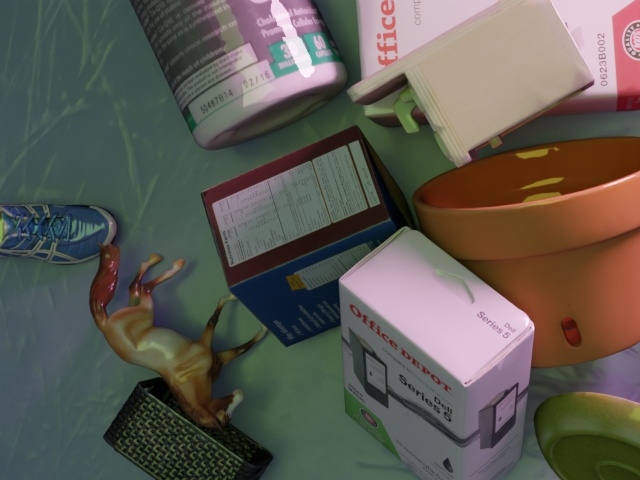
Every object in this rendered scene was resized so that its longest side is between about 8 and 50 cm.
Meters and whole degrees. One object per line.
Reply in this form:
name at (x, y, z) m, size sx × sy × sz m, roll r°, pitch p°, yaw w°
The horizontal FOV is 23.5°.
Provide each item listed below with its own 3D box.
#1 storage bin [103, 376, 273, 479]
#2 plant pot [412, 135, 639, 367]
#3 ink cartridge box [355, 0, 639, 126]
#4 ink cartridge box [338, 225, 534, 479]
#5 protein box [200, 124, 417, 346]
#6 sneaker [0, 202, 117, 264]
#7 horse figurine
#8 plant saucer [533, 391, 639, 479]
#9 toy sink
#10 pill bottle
storage bin at (-0.161, 0.254, 1.888) m, size 0.180 × 0.122 × 0.084 m, roll 35°, pitch 95°, yaw 9°
plant pot at (0.268, 0.016, 1.748) m, size 0.291 × 0.291 × 0.203 m, roll -11°, pitch 103°, yaw 10°
ink cartridge box at (0.235, -0.285, 1.802) m, size 0.385 × 0.160 × 0.279 m, roll -4°, pitch 89°, yaw 10°
ink cartridge box at (0.127, 0.147, 1.730) m, size 0.115 × 0.272 × 0.198 m, roll -37°, pitch 58°, yaw -23°
protein box at (0.000, 0.000, 1.806) m, size 0.201 × 0.200 × 0.136 m, roll -23°, pitch 61°, yaw 10°
sneaker at (-0.363, -0.008, 1.952) m, size 0.211 × 0.081 × 0.080 m, roll -4°, pitch 87°, yaw 9°
horse figurine at (-0.186, 0.111, 1.893) m, size 0.263 × 0.066 × 0.174 m, roll 31°, pitch 63°, yaw 8°
plant saucer at (0.348, 0.257, 1.741) m, size 0.241 × 0.241 × 0.037 m, roll 25°, pitch 61°, yaw 10°
toy sink at (0.167, -0.161, 1.659) m, size 0.234 × 0.153 × 0.131 m, roll -29°, pitch 88°, yaw 9°
pill bottle at (-0.128, -0.308, 1.850) m, size 0.204 × 0.204 × 0.361 m, roll -26°, pitch 85°, yaw 9°
